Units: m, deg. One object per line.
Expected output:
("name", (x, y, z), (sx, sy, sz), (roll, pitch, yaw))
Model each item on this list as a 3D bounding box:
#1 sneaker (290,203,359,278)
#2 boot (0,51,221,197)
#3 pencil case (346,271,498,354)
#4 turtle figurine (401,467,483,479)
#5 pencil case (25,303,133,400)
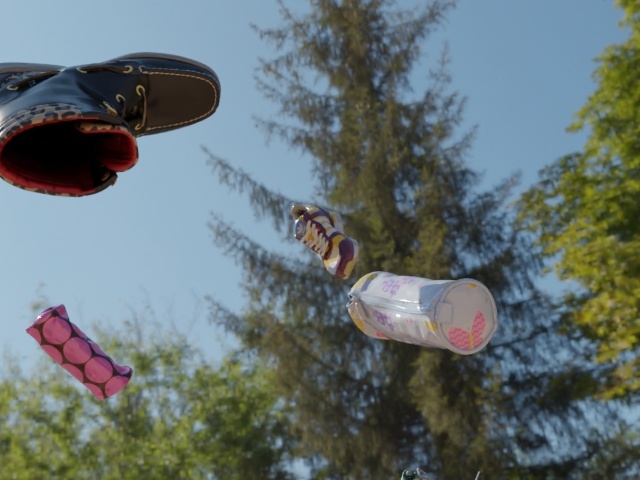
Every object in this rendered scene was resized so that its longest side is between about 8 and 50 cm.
("sneaker", (0.000, 0.000, 1.403), (0.084, 0.185, 0.069), (18, -71, -22))
("boot", (-0.303, -0.173, 1.279), (0.378, 0.284, 0.138), (-2, -64, -21))
("pencil case", (0.154, 0.108, 1.399), (0.124, 0.113, 0.273), (28, -12, -27))
("turtle figurine", (0.193, 0.452, 1.512), (0.175, 0.118, 0.234), (-7, -14, 39))
("pencil case", (-0.455, 0.208, 1.686), (0.095, 0.098, 0.209), (-34, -74, 29))
